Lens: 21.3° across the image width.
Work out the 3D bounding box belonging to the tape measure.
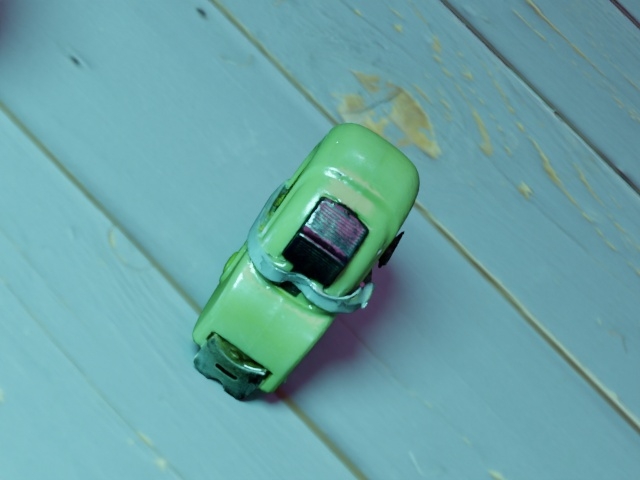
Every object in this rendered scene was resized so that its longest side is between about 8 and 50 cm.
[{"bbox_3d":[0.000,0.000,1.103,0.087,0.154,0.177,34,33,-6],"label":"tape measure"}]
